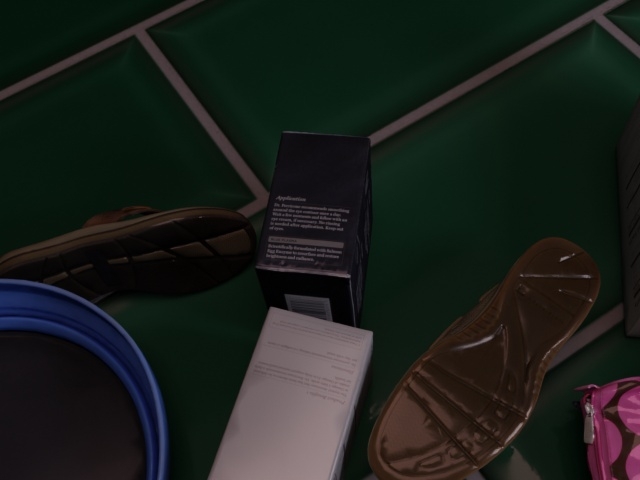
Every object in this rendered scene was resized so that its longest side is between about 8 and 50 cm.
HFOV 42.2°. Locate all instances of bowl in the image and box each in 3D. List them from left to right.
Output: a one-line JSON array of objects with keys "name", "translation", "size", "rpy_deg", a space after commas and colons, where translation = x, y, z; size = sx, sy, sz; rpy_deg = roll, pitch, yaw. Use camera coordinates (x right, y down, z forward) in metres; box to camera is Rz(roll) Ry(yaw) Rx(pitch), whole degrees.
[{"name": "bowl", "translation": [-0.330, 0.223, 0.775], "size": [0.391, 0.077, 0.391], "rpy_deg": [-1, 60, 2]}]

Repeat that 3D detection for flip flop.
[{"name": "flip flop", "translation": [-0.208, 0.007, 0.887], "size": [0.277, 0.112, 0.080], "rpy_deg": [-12, 45, 3]}]

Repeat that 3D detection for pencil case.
[{"name": "pencil case", "translation": [0.281, 0.227, 0.726], "size": [0.098, 0.095, 0.209], "rpy_deg": [18, 53, -27]}]

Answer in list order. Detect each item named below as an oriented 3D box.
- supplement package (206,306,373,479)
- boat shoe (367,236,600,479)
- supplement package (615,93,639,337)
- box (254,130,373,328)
[{"name": "supplement package", "translation": [-0.022, 0.171, 0.768], "size": [0.105, 0.105, 0.179], "rpy_deg": [14, 61, 10]}, {"name": "boat shoe", "translation": [0.153, 0.124, 0.793], "size": [0.109, 0.098, 0.302], "rpy_deg": [40, 67, 9]}, {"name": "supplement package", "translation": [0.389, -0.031, 0.842], "size": [0.139, 0.134, 0.244], "rpy_deg": [6, 60, 6]}, {"name": "box", "translation": [0.000, 0.000, 0.837], "size": [0.093, 0.156, 0.158], "rpy_deg": [5, 60, 8]}]
